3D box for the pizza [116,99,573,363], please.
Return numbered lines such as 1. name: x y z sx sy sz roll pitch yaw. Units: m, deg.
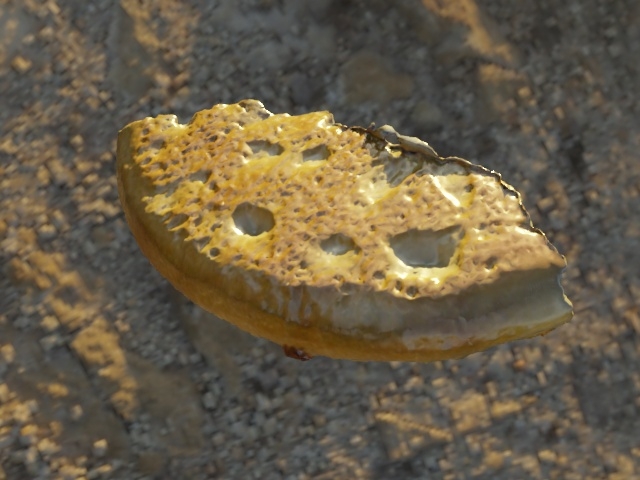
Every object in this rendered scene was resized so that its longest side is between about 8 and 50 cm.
1. pizza: 0.001 0.001 0.673 0.058 0.246 0.127 73 36 -47
